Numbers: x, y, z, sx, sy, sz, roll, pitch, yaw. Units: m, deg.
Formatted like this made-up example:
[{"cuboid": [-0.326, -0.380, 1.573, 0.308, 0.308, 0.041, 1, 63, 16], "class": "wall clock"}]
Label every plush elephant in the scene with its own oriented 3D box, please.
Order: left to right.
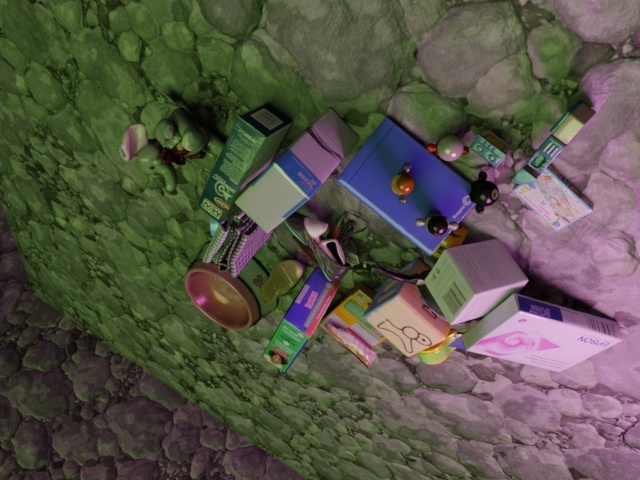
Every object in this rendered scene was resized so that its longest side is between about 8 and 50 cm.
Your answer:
[{"cuboid": [-0.479, -0.286, 1.616, 0.330, 0.272, 0.255, 43, 100, 17], "class": "plush elephant"}]

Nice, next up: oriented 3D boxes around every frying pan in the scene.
[{"cuboid": [0.318, 0.116, 1.466, 0.326, 0.197, 0.053, 37, 127, 6], "class": "frying pan"}]

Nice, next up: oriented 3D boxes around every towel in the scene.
[{"cuboid": [-0.213, -0.042, 1.543, 0.121, 0.283, 0.235, 38, 139, -1], "class": "towel"}]

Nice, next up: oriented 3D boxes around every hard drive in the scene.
[{"cuboid": [0.229, -0.140, 1.327, 0.319, 0.040, 0.210, 39, 102, 1], "class": "hard drive"}]

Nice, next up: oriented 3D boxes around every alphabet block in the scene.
[{"cuboid": [0.286, 0.208, 1.568, 0.197, 0.193, 0.192, 43, 140, -4], "class": "alphabet block"}]

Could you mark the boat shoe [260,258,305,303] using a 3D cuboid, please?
[{"cuboid": [-0.132, 0.144, 1.894, 0.102, 0.092, 0.285, 52, 136, 11], "class": "boat shoe"}]

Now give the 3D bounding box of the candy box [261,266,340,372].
[{"cuboid": [-0.071, 0.293, 1.848, 0.122, 0.268, 0.317, 31, 139, 4], "class": "candy box"}]

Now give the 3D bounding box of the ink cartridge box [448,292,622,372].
[{"cuboid": [0.585, 0.287, 1.417, 0.324, 0.071, 0.330, 15, 139, -13], "class": "ink cartridge box"}]

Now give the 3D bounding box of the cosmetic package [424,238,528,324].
[{"cuboid": [0.413, 0.109, 1.356, 0.151, 0.184, 0.151, 63, 151, 32], "class": "cosmetic package"}]

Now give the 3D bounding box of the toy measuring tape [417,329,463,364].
[{"cuboid": [0.423, 0.352, 1.657, 0.330, 0.121, 0.121, -7, 122, 40], "class": "toy measuring tape"}]

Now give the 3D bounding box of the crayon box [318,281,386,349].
[{"cuboid": [0.153, 0.280, 1.813, 0.203, 0.083, 0.323, 40, 140, -1], "class": "crayon box"}]

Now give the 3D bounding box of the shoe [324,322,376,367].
[{"cuboid": [0.108, 0.365, 1.825, 0.219, 0.058, 0.076, 40, 171, 5], "class": "shoe"}]

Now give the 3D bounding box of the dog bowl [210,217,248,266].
[{"cuboid": [-0.314, -0.020, 1.834, 0.074, 0.166, 0.297, 8, 131, 17], "class": "dog bowl"}]

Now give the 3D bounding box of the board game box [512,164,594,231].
[{"cuboid": [0.557, -0.103, 1.215, 0.154, 0.026, 0.103, 42, 139, -3], "class": "board game box"}]

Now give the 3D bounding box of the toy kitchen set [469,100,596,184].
[{"cuboid": [0.446, -0.233, 1.102, 0.166, 0.122, 0.207, 42, 132, 13], "class": "toy kitchen set"}]

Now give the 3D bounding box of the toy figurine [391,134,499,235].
[{"cuboid": [0.295, -0.128, 1.222, 0.210, 0.148, 0.213, -36, 93, 12], "class": "toy figurine"}]

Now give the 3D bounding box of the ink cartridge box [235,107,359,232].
[{"cuboid": [-0.059, -0.192, 1.373, 0.129, 0.307, 0.223, 44, 139, -9], "class": "ink cartridge box"}]

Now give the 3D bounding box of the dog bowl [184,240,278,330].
[{"cuboid": [-0.383, 0.204, 2.087, 0.408, 0.150, 0.407, 20, 135, 21], "class": "dog bowl"}]

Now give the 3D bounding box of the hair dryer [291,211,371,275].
[{"cuboid": [0.037, 0.003, 1.679, 0.294, 0.080, 0.223, 2, 111, 28], "class": "hair dryer"}]

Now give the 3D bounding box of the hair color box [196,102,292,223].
[{"cuboid": [-0.232, -0.227, 1.515, 0.105, 0.174, 0.347, 37, 125, 3], "class": "hair color box"}]

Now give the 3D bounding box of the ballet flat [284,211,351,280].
[{"cuboid": [0.000, 0.000, 1.602, 0.096, 0.095, 0.280, -33, 101, 26], "class": "ballet flat"}]

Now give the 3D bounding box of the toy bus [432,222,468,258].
[{"cuboid": [0.303, -0.024, 1.413, 0.202, 0.104, 0.190, -7, 121, 40], "class": "toy bus"}]
